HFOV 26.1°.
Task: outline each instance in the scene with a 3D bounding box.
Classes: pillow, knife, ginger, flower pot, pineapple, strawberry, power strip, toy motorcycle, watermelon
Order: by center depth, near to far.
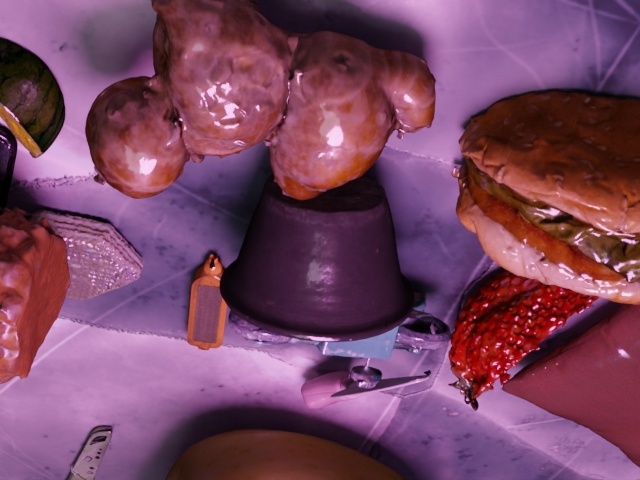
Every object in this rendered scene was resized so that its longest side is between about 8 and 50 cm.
[{"bbox_3d":[-0.058,-0.152,1.488,0.375,0.176,0.256,4,118,-14],"label":"ginger"},{"bbox_3d":[-0.345,-0.173,1.588,0.092,0.075,0.181,25,158,51],"label":"watermelon"},{"bbox_3d":[0.000,0.000,1.634,0.235,0.235,0.148,4,116,0],"label":"flower pot"},{"bbox_3d":[-0.497,0.044,1.652,0.357,0.223,0.223,11,136,6],"label":"pineapple"},{"bbox_3d":[0.012,0.094,1.739,0.297,0.198,0.109,7,109,-21],"label":"toy motorcycle"},{"bbox_3d":[0.241,0.098,1.760,0.236,0.175,0.107,-45,88,1],"label":"strawberry"},{"bbox_3d":[0.046,0.188,1.802,0.081,0.043,0.336,-18,177,-21],"label":"knife"},{"bbox_3d":[-0.148,0.081,1.837,0.049,0.028,0.178,8,136,-3],"label":"power strip"},{"bbox_3d":[0.455,0.188,1.841,0.308,0.108,0.305,30,132,-25],"label":"pillow"},{"bbox_3d":[-0.377,0.373,2.166,0.043,0.020,0.293,19,133,-12],"label":"knife"}]

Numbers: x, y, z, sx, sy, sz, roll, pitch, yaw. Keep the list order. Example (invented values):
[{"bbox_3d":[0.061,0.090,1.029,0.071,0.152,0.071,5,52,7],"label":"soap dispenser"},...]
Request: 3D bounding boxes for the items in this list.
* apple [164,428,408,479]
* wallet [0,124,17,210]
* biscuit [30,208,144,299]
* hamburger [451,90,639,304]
[{"bbox_3d":[-0.047,0.490,1.970,0.474,0.473,0.473,2,136,2],"label":"apple"},{"bbox_3d":[-0.532,-0.106,1.664,0.318,0.045,0.172,13,137,-11],"label":"wallet"},{"bbox_3d":[-0.367,0.035,1.794,0.250,0.046,0.147,-19,131,23],"label":"biscuit"},{"bbox_3d":[0.321,-0.038,1.550,0.330,0.209,0.162,5,137,-4],"label":"hamburger"}]
